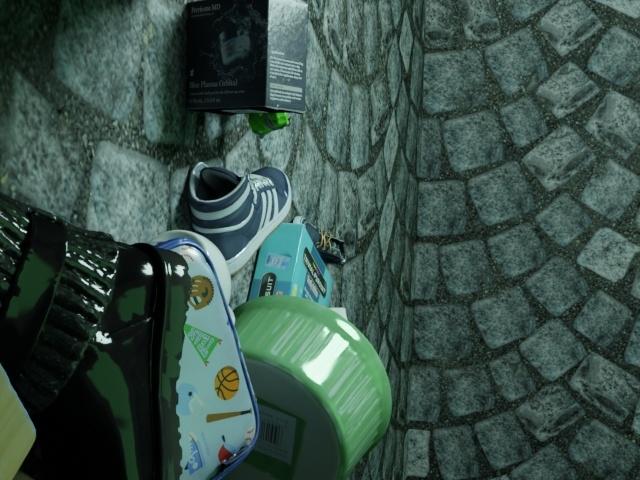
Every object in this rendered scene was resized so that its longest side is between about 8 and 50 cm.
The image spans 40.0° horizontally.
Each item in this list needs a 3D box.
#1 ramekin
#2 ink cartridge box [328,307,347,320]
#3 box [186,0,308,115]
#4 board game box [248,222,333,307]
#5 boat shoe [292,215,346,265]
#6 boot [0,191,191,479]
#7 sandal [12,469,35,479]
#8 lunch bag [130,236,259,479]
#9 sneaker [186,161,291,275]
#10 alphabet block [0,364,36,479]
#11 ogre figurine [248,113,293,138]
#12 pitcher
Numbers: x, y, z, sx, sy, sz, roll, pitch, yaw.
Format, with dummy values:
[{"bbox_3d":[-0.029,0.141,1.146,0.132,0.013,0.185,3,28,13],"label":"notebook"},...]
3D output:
[{"bbox_3d":[-0.061,0.247,1.298,0.148,0.304,0.303,-45,136,-56],"label":"ramekin"},{"bbox_3d":[0.013,0.232,1.485,0.219,0.093,0.160,-99,-175,-65],"label":"ink cartridge box"},{"bbox_3d":[-0.106,-0.262,1.252,0.093,0.156,0.158,-2,95,-53],"label":"box"},{"bbox_3d":[-0.066,0.173,1.631,0.253,0.079,0.336,64,33,-60],"label":"board game box"},{"bbox_3d":[0.000,0.000,1.817,0.183,0.083,0.065,56,40,-64],"label":"boat shoe"},{"bbox_3d":[-0.253,0.133,0.744,0.260,0.131,0.347,20,65,-48],"label":"boot"},{"bbox_3d":[-0.341,0.237,0.761,0.079,0.088,0.240,-54,152,-2],"label":"sandal"},{"bbox_3d":[-0.196,0.163,0.968,0.243,0.115,0.303,-30,109,-46],"label":"lunch bag"},{"bbox_3d":[-0.121,-0.079,1.366,0.282,0.099,0.153,-61,151,-51],"label":"sneaker"},{"bbox_3d":[-0.328,0.131,0.541,0.197,0.193,0.193,-68,153,-46],"label":"alphabet block"},{"bbox_3d":[-0.099,-0.247,1.369,0.097,0.197,0.118,-33,172,-28],"label":"ogre figurine"},{"bbox_3d":[-0.190,0.096,1.156,0.177,0.126,0.207,-59,163,-29],"label":"pitcher"}]
